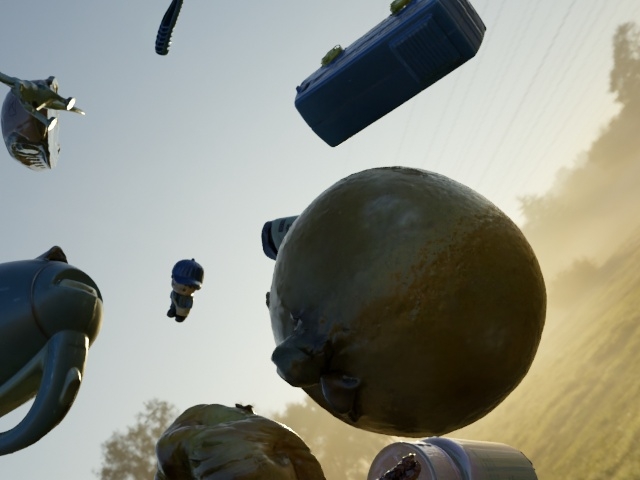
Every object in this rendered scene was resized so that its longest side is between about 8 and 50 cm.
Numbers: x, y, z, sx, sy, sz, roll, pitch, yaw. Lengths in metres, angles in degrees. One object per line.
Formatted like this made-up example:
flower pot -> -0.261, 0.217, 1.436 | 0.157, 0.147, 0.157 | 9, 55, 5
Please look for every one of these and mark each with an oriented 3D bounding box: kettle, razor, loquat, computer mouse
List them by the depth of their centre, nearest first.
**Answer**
loquat -> 0.078, 0.082, 0.807 | 0.360, 0.328, 0.328 | -23, -27, -43
kettle -> -0.492, 0.182, 1.091 | 0.342, 0.319, 0.247 | -23, -28, 22
razor -> -0.311, -0.510, 1.469 | 0.042, 0.082, 0.253 | -18, -36, -45
computer mouse -> -0.659, -0.257, 1.570 | 0.115, 0.199, 0.389 | 6, -11, -17

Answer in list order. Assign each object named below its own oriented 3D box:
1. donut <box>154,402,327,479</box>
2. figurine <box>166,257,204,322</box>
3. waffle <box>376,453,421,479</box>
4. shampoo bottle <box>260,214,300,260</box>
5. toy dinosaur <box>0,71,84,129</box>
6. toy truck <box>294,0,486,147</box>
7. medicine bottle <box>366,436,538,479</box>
donut -> -0.145, 0.450, 1.224 | 0.170, 0.360, 0.360 | -46, -10, -50
figurine -> -0.308, 0.114, 1.567 | 0.087, 0.086, 0.149 | -34, -34, -53
waffle -> 0.082, 0.274, 0.773 | 0.075, 0.029, 0.083 | -30, -24, -21
shampoo bottle -> 0.000, 0.000, 1.595 | 0.078, 0.134, 0.360 | -6, 0, -44
toy dinosaur -> -0.382, -0.195, 0.907 | 0.044, 0.106, 0.187 | -59, 10, 12
toy truck -> 0.118, -0.333, 1.315 | 0.385, 0.161, 0.162 | -28, 24, 36
medicine bottle -> 0.289, 0.529, 1.458 | 0.379, 0.213, 0.213 | 20, -64, -41
